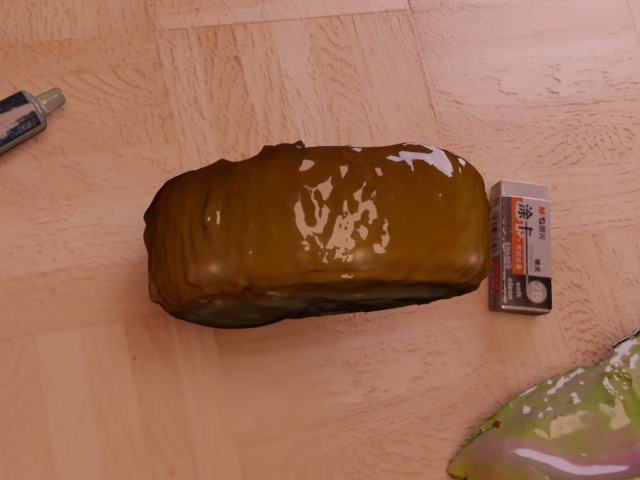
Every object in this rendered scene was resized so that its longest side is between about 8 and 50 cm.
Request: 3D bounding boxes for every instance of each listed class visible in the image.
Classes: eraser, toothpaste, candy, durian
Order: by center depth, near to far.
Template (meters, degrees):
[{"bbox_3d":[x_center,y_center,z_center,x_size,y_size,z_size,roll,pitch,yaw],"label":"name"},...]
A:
[{"bbox_3d":[0.000,0.000,0.702,0.260,0.260,0.118,-3,82,-17],"label":"candy"},{"bbox_3d":[-0.290,-0.070,0.751,0.197,0.035,0.057,-34,78,-19],"label":"toothpaste"},{"bbox_3d":[0.297,0.142,0.808,0.356,0.157,0.169,-31,69,-21],"label":"durian"},{"bbox_3d":[0.183,0.007,0.872,0.052,0.029,0.122,7,75,-15],"label":"eraser"}]
